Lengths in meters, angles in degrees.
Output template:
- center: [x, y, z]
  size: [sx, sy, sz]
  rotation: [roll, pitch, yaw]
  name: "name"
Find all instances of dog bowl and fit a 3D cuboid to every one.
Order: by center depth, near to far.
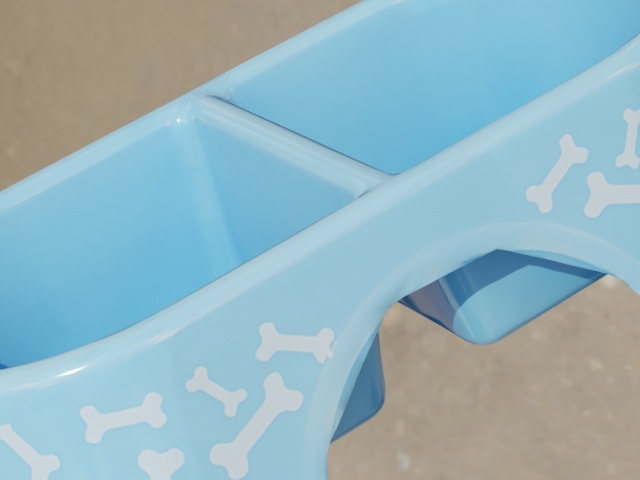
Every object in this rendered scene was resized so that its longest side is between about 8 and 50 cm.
- center: [0.000, 0.000, 0.540]
  size: [0.166, 0.297, 0.074]
  rotation: [29, 145, 59]
  name: "dog bowl"

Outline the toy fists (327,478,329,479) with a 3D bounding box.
- center: [-0.033, 0.253, 1.097]
  size: [0.142, 0.096, 0.279]
  rotation: [-26, 59, 22]
  name: "toy fists"
